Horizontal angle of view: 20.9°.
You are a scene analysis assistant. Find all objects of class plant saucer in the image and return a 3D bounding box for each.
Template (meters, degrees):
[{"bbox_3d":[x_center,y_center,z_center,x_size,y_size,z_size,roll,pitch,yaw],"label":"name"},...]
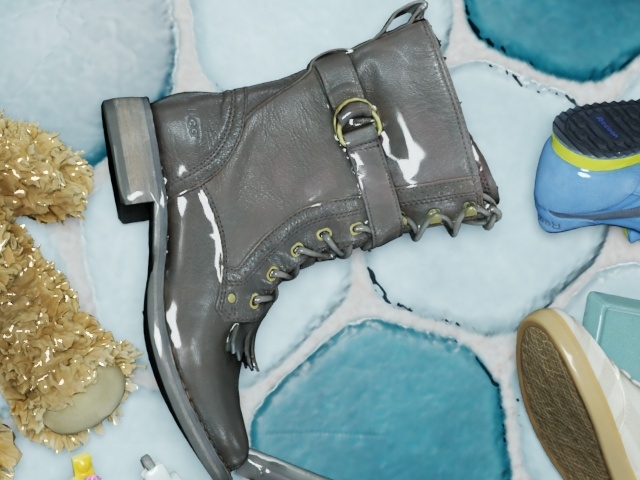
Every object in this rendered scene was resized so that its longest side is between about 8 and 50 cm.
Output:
[{"bbox_3d":[0.260,0.083,1.130,0.192,0.018,0.067,11,90,-12],"label":"plant saucer"}]

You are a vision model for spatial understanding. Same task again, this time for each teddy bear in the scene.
[{"bbox_3d":[-0.245,0.004,0.999,0.338,0.113,0.245,43,91,-17],"label":"teddy bear"}]

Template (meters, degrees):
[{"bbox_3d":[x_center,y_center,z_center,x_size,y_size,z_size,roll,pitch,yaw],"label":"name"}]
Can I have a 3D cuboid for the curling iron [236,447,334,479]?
[{"bbox_3d":[0.067,0.204,1.087,0.274,0.035,0.068,32,86,-10],"label":"curling iron"}]

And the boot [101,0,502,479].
[{"bbox_3d":[0.000,0.000,1.041,0.229,0.091,0.263,-12,92,-9],"label":"boot"}]

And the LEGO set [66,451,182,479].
[{"bbox_3d":[-0.184,0.232,0.985,0.287,0.107,0.132,-37,129,-9],"label":"LEGO set"}]

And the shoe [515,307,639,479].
[{"bbox_3d":[0.188,0.133,1.094,0.058,0.076,0.219,-32,105,-26],"label":"shoe"}]

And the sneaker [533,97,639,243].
[{"bbox_3d":[0.230,-0.046,1.104,0.209,0.069,0.082,-8,129,-20],"label":"sneaker"}]
